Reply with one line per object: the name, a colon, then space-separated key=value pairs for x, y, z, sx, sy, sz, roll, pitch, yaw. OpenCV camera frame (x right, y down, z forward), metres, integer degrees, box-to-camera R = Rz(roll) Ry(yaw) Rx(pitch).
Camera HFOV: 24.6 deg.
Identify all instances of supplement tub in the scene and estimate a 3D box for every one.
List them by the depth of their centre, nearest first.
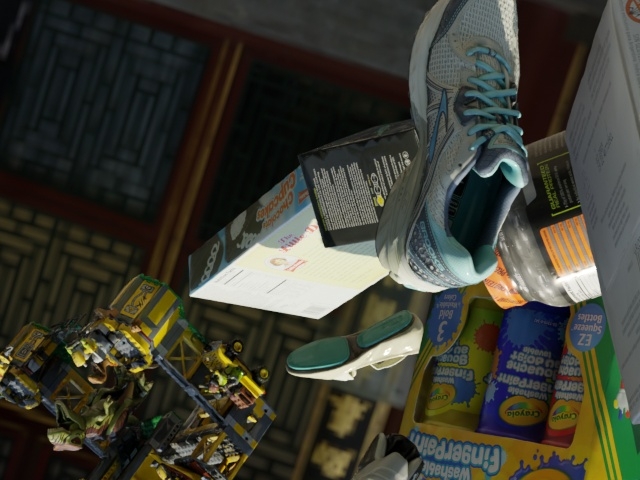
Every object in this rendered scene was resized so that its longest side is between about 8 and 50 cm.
supplement tub: x=0.353 y=-0.046 z=1.781 sx=0.338 sy=0.207 sz=0.207 roll=-20 pitch=174 yaw=17

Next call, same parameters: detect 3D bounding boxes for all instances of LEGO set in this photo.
LEGO set: x=-0.211 y=0.193 z=1.385 sx=0.331 sy=0.192 sz=0.255 roll=-12 pitch=123 yaw=45

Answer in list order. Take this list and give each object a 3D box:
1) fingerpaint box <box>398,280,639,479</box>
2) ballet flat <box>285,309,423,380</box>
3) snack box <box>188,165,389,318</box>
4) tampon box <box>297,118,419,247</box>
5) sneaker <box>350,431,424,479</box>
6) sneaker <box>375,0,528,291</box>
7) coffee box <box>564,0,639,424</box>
fingerpaint box: x=0.302 y=0.225 z=2.055 sx=0.163 sy=0.371 sz=0.445 roll=19 pitch=171 yaw=-28
ballet flat: x=0.065 y=0.198 z=2.514 sx=0.248 sy=0.086 sz=0.086 roll=-20 pitch=177 yaw=14
snack box: x=0.000 y=0.000 z=1.708 sx=0.187 sy=0.060 sz=0.322 roll=12 pitch=151 yaw=-30
tampon box: x=0.083 y=-0.063 z=1.437 sx=0.161 sy=0.101 sz=0.120 roll=-9 pitch=-170 yaw=46
sneaker: x=0.056 y=0.268 z=1.527 sx=0.086 sy=0.132 sz=0.228 roll=34 pitch=160 yaw=1
sneaker: x=0.140 y=-0.090 z=1.263 sx=0.110 sy=0.283 sz=0.122 roll=10 pitch=179 yaw=-29
coffee box: x=0.454 y=-0.043 z=1.429 sx=0.335 sy=0.338 sz=0.337 roll=-9 pitch=161 yaw=-2
